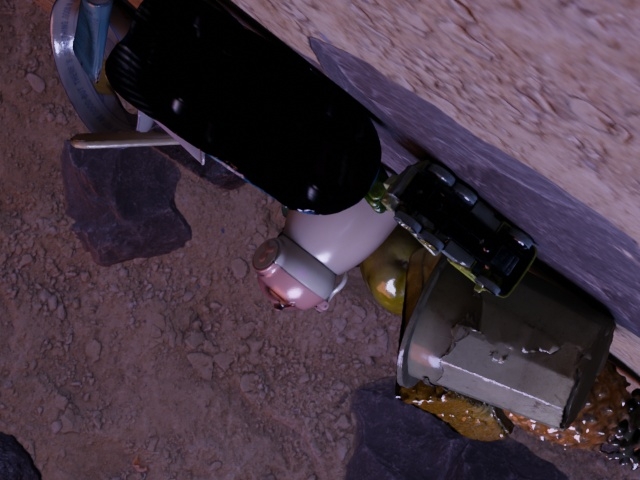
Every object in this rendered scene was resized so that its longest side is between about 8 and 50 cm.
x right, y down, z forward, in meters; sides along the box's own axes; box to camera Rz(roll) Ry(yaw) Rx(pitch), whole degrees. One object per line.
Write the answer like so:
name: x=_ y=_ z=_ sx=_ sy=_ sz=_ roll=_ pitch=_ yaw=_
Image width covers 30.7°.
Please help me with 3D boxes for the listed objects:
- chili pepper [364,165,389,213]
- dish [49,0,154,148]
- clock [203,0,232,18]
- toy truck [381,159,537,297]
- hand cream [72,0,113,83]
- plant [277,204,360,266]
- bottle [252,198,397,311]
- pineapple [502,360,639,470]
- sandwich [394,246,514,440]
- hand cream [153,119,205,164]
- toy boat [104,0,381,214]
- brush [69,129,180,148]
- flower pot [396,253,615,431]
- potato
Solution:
chili pepper: x=0.028 y=-0.105 z=1.500 sx=0.182 sy=0.050 sz=0.073 roll=39 pitch=-174 yaw=10
dish: x=-0.329 y=-0.302 z=1.963 sx=0.273 sy=0.134 sz=0.273 roll=34 pitch=137 yaw=39
clock: x=-0.156 y=-0.267 z=1.318 sx=0.235 sy=0.029 sz=0.235 roll=36 pitch=180 yaw=0
toy truck: x=0.136 y=-0.016 z=1.220 sx=0.169 sy=0.077 sz=0.100 roll=36 pitch=176 yaw=-18
hand cream: x=-0.359 y=-0.334 z=1.830 sx=0.083 sy=0.048 sz=0.224 roll=56 pitch=153 yaw=11
plant: x=0.018 y=-0.027 z=2.134 sx=0.131 sy=0.142 sz=0.203 roll=27 pitch=177 yaw=45
bottle: x=0.000 y=0.000 z=1.683 sx=0.147 sy=0.236 sz=0.147 roll=38 pitch=178 yaw=1
pineapple: x=0.429 y=0.258 z=1.670 sx=0.340 sy=0.169 sz=0.169 roll=29 pitch=178 yaw=0
sandwich: x=0.204 y=0.147 z=1.710 sx=0.095 sy=0.249 sz=0.273 roll=-6 pitch=157 yaw=26
hand cream: x=-0.208 y=-0.224 z=1.621 sx=0.118 sy=0.186 sz=0.358 roll=-4 pitch=-166 yaw=-17
toy boat: x=-0.071 y=-0.142 z=1.213 sx=0.299 sy=0.134 sz=0.092 roll=33 pitch=-171 yaw=-9
brush: x=-0.187 y=-0.146 z=1.661 sx=0.336 sy=0.020 sz=0.085 roll=-3 pitch=-161 yaw=-16
flower pot: x=0.219 y=0.116 z=1.350 sx=0.202 sy=0.212 sz=0.212 roll=26 pitch=174 yaw=24
potato: x=0.127 y=0.040 z=1.832 sx=0.154 sy=0.137 sz=0.200 roll=38 pitch=179 yaw=-4
